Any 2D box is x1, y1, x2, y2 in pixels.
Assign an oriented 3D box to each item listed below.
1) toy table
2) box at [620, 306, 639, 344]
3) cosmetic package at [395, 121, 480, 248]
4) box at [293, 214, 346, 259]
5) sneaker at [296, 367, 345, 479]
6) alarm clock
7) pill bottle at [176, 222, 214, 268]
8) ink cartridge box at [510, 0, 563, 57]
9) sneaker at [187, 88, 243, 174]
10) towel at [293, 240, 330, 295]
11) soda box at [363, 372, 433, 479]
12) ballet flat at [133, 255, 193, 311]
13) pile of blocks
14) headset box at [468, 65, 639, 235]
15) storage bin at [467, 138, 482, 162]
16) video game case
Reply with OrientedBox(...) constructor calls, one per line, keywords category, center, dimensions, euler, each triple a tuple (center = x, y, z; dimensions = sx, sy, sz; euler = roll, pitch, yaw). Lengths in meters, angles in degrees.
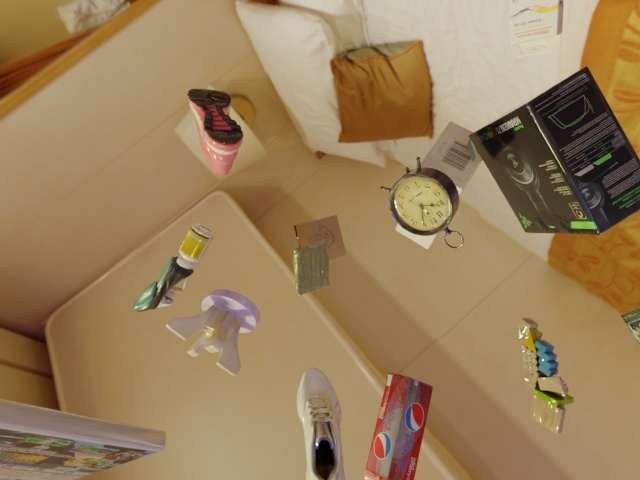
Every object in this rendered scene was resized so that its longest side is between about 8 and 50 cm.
OrientedBox(category="toy table", center=(-0.310, 0.266, 1.203), dimensions=(0.252, 0.161, 0.274), euler=(35, 146, -5))
OrientedBox(category="box", center=(0.895, 0.227, 1.015), dimensions=(0.233, 0.044, 0.159), euler=(82, 171, -65))
OrientedBox(category="cosmetic package", center=(0.429, -0.179, 1.466), dimensions=(0.161, 0.230, 0.453), euler=(32, 159, 15))
OrientedBox(category="box", center=(0.000, 0.000, 1.532), dimensions=(0.021, 0.201, 0.165), euler=(-9, 95, 55))
OrientedBox(category="sneaker", center=(0.007, 0.426, 0.920), dimensions=(0.129, 0.110, 0.297), euler=(92, 169, -47))
OrientedBox(category="alarm clock", center=(0.216, -0.062, 0.791), dimensions=(0.192, 0.064, 0.129), euler=(53, 134, 0))
OrientedBox(category="pill bottle", center=(-0.343, 0.017, 1.092), dimensions=(0.065, 0.116, 0.065), euler=(30, -171, -6))
OrientedBox(category="ink cartridge box", center=(0.569, -0.593, 1.056), dimensions=(0.115, 0.067, 0.198), euler=(7, 119, 39))
OrientedBox(category="sneaker", center=(-0.290, -0.293, 1.064), dimensions=(0.136, 0.115, 0.314), euler=(111, 147, -41))
OrientedBox(category="towel", center=(-0.025, 0.078, 1.115), dimensions=(0.027, 0.110, 0.148), euler=(36, 135, 55))
OrientedBox(category="soda box", center=(0.194, 0.474, 0.993), dimensions=(0.092, 0.263, 0.083), euler=(30, 158, -27))
OrientedBox(category="ballet flat", center=(-0.511, 0.163, 1.320), dimensions=(0.096, 0.280, 0.095), euler=(31, -148, -29))
OrientedBox(category="pile of blocks", center=(0.768, 0.439, 1.344), dimensions=(0.149, 0.112, 0.362), euler=(146, 122, -62))
OrientedBox(category="headset box", center=(0.464, -0.147, 0.799), dimensions=(0.283, 0.131, 0.246), euler=(58, 179, -4))
OrientedBox(category="storage bin", center=(0.437, -0.243, 1.039), dimensions=(0.135, 0.091, 0.098), euler=(-5, -104, -73))
OrientedBox(category="video game case", center=(-0.291, 0.200, 0.386), dimensions=(0.201, 0.183, 0.023), euler=(45, -153, -45))
